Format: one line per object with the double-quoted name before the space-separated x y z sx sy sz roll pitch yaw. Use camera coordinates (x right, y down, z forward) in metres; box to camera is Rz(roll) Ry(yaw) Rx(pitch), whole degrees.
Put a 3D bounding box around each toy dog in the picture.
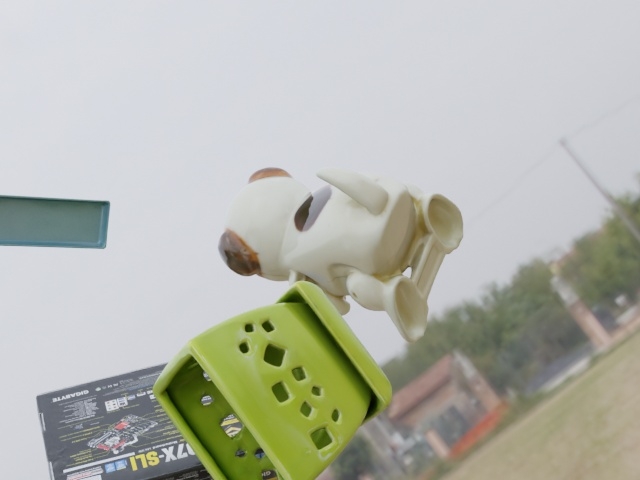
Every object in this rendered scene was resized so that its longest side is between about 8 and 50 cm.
"toy dog" 0.000 0.000 2.372 0.395 0.408 0.285 38 -115 -51

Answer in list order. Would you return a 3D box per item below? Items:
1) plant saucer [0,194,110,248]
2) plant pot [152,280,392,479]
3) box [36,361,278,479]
"plant saucer" -0.368 -0.025 1.636 0.192 0.067 0.018 2 8 -36
"plant pot" -0.053 0.196 1.589 0.207 0.227 0.228 -34 -7 -30
"box" -0.246 0.290 1.842 0.322 0.257 0.079 -14 -56 -12
